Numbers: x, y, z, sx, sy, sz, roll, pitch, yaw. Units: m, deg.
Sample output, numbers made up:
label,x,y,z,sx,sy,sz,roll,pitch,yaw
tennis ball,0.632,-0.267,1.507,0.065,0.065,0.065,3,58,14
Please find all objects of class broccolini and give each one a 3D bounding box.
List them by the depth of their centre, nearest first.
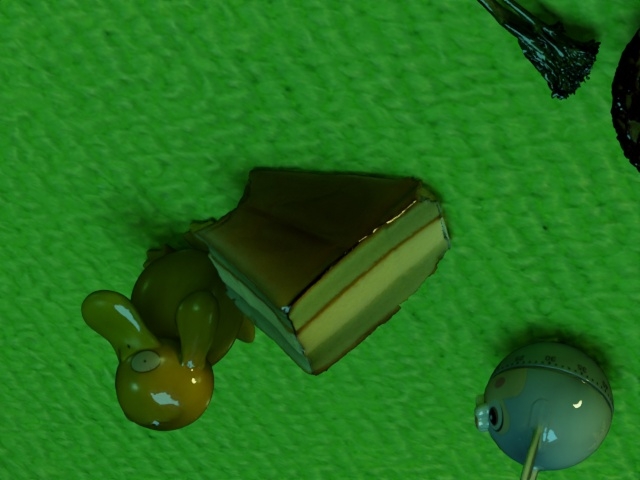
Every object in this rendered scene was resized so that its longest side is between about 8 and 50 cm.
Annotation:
label,x,y,z,sx,sy,sz,roll,pitch,yaw
broccolini,0.199,-0.227,1.962,0.201,0.058,0.074,46,124,-10

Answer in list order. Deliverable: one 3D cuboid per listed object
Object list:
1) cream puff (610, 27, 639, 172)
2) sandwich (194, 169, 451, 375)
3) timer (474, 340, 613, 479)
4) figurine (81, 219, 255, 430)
label,x,y,z,sx,sy,sz,roll,pitch,yaw
cream puff,0.395,-0.121,1.893,0.239,0.165,0.239,14,147,10
sandwich,0.000,0.000,2.296,0.198,0.227,0.155,40,161,37
timer,0.247,0.234,2.377,0.175,0.255,0.175,34,153,20
figurine,-0.177,0.109,2.410,0.215,0.228,0.215,23,133,27
